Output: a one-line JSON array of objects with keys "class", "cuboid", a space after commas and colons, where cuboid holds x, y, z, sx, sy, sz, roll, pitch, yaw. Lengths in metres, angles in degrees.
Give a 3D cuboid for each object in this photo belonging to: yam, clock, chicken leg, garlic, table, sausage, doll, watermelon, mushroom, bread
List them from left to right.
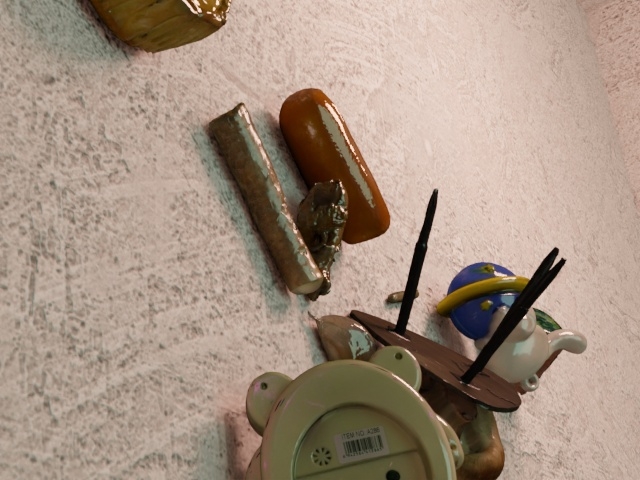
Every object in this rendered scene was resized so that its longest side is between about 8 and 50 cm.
[{"class": "bread", "cuboid": [-0.226, -0.383, 1.662, 0.227, 0.142, 0.253, 50, 35, -34]}, {"class": "yam", "cuboid": [-0.078, -0.057, 1.777, 0.299, 0.066, 0.066, 65, 27, -5]}, {"class": "chicken leg", "cuboid": [0.000, 0.001, 1.869, 0.069, 0.085, 0.197, 65, 27, -70]}, {"class": "sausage", "cuboid": [0.021, -0.118, 1.958, 0.274, 0.105, 0.105, 62, 27, -13]}, {"class": "garlic", "cuboid": [0.045, 0.161, 1.836, 0.084, 0.066, 0.152, -28, 98, -61]}, {"class": "clock", "cuboid": [0.045, 0.301, 1.522, 0.114, 0.284, 0.309, 98, -22, -66]}, {"class": "yam", "cuboid": [0.147, 0.099, 2.123, 0.116, 0.021, 0.021, -6, 76, -64]}, {"class": "mushroom", "cuboid": [0.184, 0.284, 1.911, 0.278, 0.146, 0.278, 34, 26, -19]}, {"class": "table", "cuboid": [0.263, 0.096, 1.913, 0.317, 0.249, 0.317, 27, 7, -4]}, {"class": "doll", "cuboid": [0.365, 0.150, 2.232, 0.311, 0.159, 0.242, -1, 53, -24]}, {"class": "watermelon", "cuboid": [0.419, 0.200, 2.418, 0.136, 0.207, 0.202, -51, 136, -31]}]
